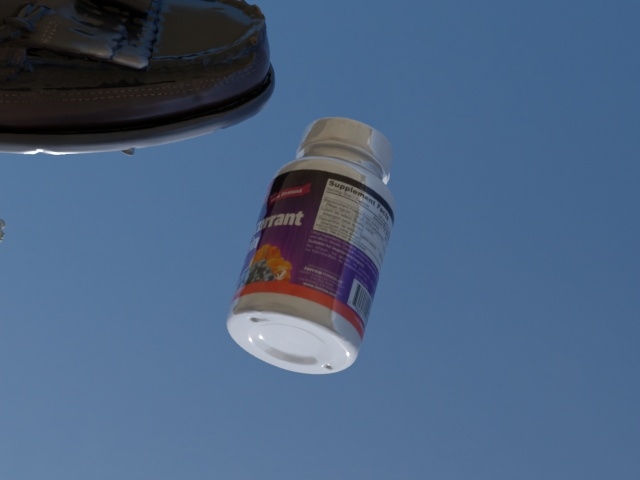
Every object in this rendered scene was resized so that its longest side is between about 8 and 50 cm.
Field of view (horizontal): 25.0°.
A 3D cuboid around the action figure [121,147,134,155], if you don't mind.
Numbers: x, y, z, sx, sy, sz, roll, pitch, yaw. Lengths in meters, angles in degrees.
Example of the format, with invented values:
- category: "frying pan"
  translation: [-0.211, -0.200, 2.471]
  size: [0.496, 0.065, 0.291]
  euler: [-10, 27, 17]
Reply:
- category: "action figure"
  translation: [-0.120, -0.183, 1.253]
  size: [0.063, 0.137, 0.232]
  euler: [34, -65, 2]

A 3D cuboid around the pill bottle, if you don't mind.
- category: "pill bottle"
  translation: [0.000, 0.000, 1.165]
  size: [0.108, 0.108, 0.193]
  euler: [-3, -125, 30]

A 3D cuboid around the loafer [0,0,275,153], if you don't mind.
- category: "loafer"
  translation: [-0.170, -0.102, 0.650]
  size: [0.303, 0.095, 0.109]
  euler: [1, -145, -5]

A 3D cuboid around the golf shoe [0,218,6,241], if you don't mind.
- category: "golf shoe"
  translation: [-0.354, -0.020, 1.330]
  size: [0.176, 0.086, 0.069]
  euler: [22, -104, 53]
